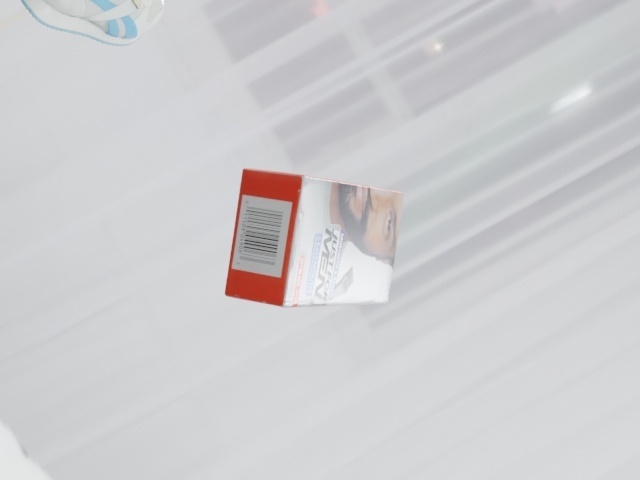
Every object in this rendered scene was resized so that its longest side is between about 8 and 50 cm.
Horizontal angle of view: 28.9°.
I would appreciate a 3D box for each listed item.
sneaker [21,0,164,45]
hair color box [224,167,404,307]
[{"bbox_3d":[-0.212,-0.259,1.266,0.087,0.092,0.229,59,21,5],"label":"sneaker"},{"bbox_3d":[0.000,0.000,0.918,0.167,0.053,0.093,2,97,-63],"label":"hair color box"}]
